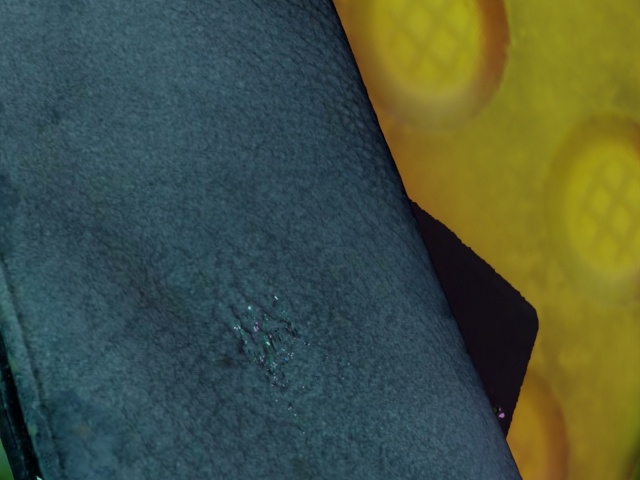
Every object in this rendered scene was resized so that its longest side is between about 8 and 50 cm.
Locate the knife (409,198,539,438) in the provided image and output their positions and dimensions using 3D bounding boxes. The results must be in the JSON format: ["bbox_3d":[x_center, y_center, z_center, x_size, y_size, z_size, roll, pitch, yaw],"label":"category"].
[{"bbox_3d":[0.000,0.000,0.709,0.245,0.019,0.072,32,66,-34],"label":"knife"}]

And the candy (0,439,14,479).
[{"bbox_3d":[-0.098,0.165,0.573,0.260,0.118,0.260,3,85,-31],"label":"candy"}]

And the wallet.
[{"bbox_3d":[-0.027,0.028,0.560,0.190,0.046,0.379,4,55,-41],"label":"wallet"}]
